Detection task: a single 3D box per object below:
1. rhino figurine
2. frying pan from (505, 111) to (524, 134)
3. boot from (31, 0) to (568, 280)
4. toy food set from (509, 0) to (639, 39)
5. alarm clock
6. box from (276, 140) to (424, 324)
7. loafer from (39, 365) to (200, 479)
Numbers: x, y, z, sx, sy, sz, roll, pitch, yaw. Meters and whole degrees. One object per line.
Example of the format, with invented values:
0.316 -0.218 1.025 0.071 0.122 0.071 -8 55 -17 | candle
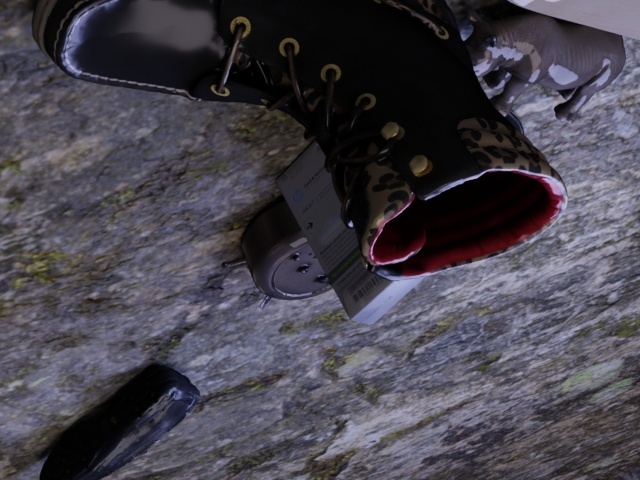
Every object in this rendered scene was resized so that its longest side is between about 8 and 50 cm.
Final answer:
0.202 -0.180 1.148 0.243 0.073 0.106 1 140 -34 | rhino figurine
0.106 -0.024 1.312 0.197 0.053 0.326 14 125 -43 | frying pan
-0.006 -0.107 0.904 0.378 0.284 0.138 -3 138 -34 | boot
0.312 -0.299 1.073 0.306 0.092 0.220 5 146 -37 | toy food set
0.000 0.000 1.244 0.192 0.064 0.129 -37 144 14 | alarm clock
0.048 -0.035 1.125 0.145 0.186 0.038 -44 145 22 | box
-0.237 0.237 1.379 0.223 0.076 0.078 -39 137 10 | loafer
